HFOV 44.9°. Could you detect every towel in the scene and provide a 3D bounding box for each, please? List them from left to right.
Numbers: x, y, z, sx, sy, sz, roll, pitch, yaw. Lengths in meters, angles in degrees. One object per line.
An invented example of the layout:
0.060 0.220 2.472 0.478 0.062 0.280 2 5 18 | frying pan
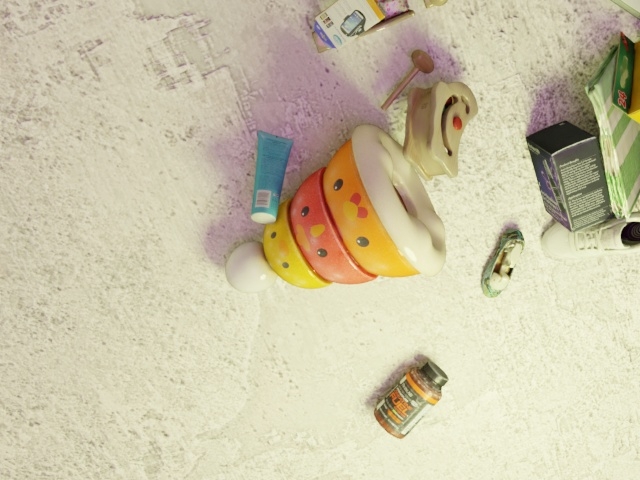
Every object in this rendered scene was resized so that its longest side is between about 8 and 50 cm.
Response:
0.665 -0.242 1.720 0.038 0.248 0.324 -3 120 39 | towel

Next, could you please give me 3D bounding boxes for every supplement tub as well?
0.232 0.396 1.946 0.106 0.106 0.198 36 101 -20 | supplement tub

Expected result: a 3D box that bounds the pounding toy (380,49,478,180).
0.234 -0.260 1.673 0.154 0.155 0.269 18 74 -43 | pounding toy

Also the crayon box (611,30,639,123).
0.778 -0.317 1.690 0.319 0.081 0.202 24 66 -24 | crayon box

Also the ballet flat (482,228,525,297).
0.442 0.064 1.870 0.070 0.070 0.188 9 110 -13 | ballet flat

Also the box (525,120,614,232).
0.565 -0.147 1.758 0.108 0.153 0.207 -23 112 1 | box

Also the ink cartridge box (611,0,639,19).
0.712 -0.538 1.673 0.209 0.062 0.109 24 105 -18 | ink cartridge box

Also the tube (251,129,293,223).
-0.108 -0.138 1.650 0.080 0.052 0.207 16 65 -18 | tube

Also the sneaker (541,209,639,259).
0.648 -0.019 1.780 0.305 0.152 0.114 -12 89 35 | sneaker

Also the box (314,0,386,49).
0.054 -0.443 1.545 0.136 0.028 0.081 -28 109 30 | box

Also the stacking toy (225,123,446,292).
0.000 0.000 1.678 0.480 0.350 0.350 -28 114 20 | stacking toy

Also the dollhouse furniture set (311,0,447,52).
0.116 -0.564 1.503 0.356 0.174 0.303 -23 113 0 | dollhouse furniture set
